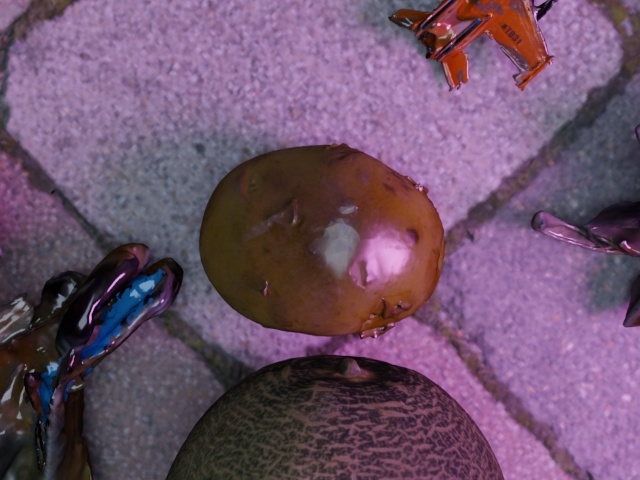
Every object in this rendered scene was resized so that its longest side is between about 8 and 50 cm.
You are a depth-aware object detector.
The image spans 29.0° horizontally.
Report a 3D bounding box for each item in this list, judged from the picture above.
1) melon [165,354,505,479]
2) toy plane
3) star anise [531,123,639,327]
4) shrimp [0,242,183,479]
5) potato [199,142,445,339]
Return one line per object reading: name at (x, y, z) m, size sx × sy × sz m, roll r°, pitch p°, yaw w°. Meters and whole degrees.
melon at (0.006, 0.234, 0.832) m, size 0.249 × 0.248 × 0.329 m, roll 8°, pitch 106°, yaw 0°
toy plane at (0.137, -0.191, 0.874) m, size 0.188 × 0.062 × 0.135 m, roll -43°, pitch 91°, yaw 17°
star anise at (0.284, -0.006, 0.872) m, size 0.262 × 0.081 × 0.230 m, roll 6°, pitch 125°, yaw 20°
shrimp at (-0.236, 0.197, 0.905) m, size 0.221 × 0.110 × 0.445 m, roll 31°, pitch 98°, yaw -12°
potato at (0.000, 0.000, 0.870) m, size 0.176 × 0.137 × 0.137 m, roll 0°, pitch 96°, yaw 3°
